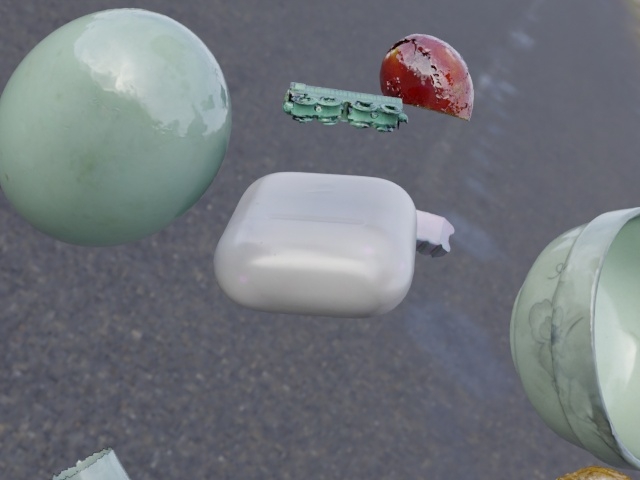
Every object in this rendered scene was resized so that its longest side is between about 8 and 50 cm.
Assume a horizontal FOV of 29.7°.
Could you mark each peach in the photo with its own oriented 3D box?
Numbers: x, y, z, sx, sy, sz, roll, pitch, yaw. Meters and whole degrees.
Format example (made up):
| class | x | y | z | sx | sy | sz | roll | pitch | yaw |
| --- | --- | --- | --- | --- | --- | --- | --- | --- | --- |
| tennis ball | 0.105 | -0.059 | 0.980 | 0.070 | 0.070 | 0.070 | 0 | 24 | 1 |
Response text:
| class | x | y | z | sx | sy | sz | roll | pitch | yaw |
| --- | --- | --- | --- | --- | --- | --- | --- | --- | --- |
| peach | 0.160 | -0.247 | 1.864 | 0.092 | 0.127 | 0.172 | 21 | 26 | -47 |

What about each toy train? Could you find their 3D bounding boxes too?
| class | x | y | z | sx | sy | sz | roll | pitch | yaw |
| --- | --- | --- | --- | --- | --- | --- | --- | --- | --- |
| toy train | 0.029 | -0.154 | 1.417 | 0.148 | 0.038 | 0.071 | 8 | 20 | -3 |

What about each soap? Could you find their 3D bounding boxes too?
| class | x | y | z | sx | sy | sz | roll | pitch | yaw |
| --- | --- | --- | --- | --- | --- | --- | --- | --- | --- |
| soap | 0.194 | -0.011 | 2.225 | 0.100 | 0.056 | 0.149 | 17 | -9 | 0 |

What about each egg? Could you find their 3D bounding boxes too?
| class | x | y | z | sx | sy | sz | roll | pitch | yaw |
| --- | --- | --- | --- | --- | --- | --- | --- | --- | --- |
| egg | -0.261 | -0.136 | 1.507 | 0.276 | 0.389 | 0.276 | 12 | 66 | -27 |

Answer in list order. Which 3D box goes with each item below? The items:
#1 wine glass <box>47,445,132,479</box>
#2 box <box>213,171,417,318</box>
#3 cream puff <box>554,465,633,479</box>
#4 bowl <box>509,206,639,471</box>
| class | x | y | z | sx | sy | sz | roll | pitch | yaw |
| --- | --- | --- | --- | --- | --- | --- | --- | --- | --- |
| wine glass | -0.201 | 0.315 | 1.233 | 0.202 | 0.093 | 0.093 | 64 | 19 | -1 |
| box | 0.000 | 0.001 | 1.826 | 0.289 | 0.141 | 0.349 | 5 | 22 | 5 |
| cream puff | 0.256 | 0.332 | 1.242 | 0.169 | 0.183 | 0.183 | -4 | 39 | -49 |
| bowl | 0.338 | 0.115 | 1.433 | 0.163 | 0.307 | 0.307 | -3 | -13 | 45 |
